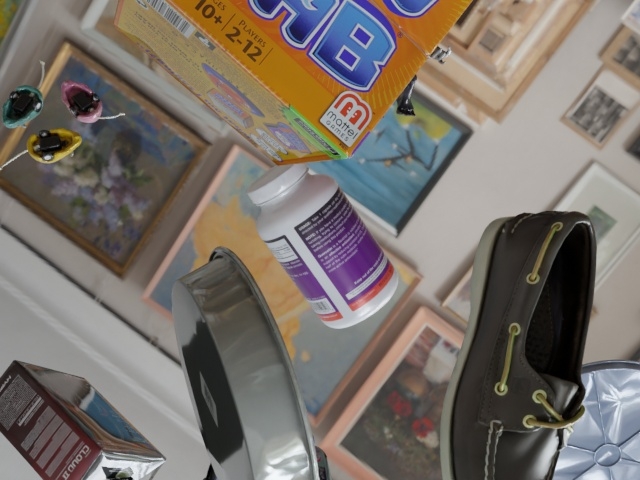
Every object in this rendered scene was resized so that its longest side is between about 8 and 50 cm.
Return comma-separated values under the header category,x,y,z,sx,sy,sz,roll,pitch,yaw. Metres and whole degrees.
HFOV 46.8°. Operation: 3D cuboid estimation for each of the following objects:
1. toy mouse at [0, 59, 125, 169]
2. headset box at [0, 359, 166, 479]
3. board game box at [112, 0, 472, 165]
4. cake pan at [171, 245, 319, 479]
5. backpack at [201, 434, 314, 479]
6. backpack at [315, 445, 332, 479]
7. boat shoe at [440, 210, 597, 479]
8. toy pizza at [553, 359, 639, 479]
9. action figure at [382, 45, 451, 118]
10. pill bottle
category,x,y,z,sx,sy,sz,roll,pitch,yaw
toy mouse,-0.329,-0.159,0.912,0.031,0.161,0.143,102,148,-64
headset box,-0.435,0.359,1.339,0.293,0.110,0.218,34,175,27
board game box,-0.042,-0.360,1.080,0.356,0.356,0.356,40,171,-17
cake pan,-0.085,0.153,0.732,0.054,0.293,0.293,-15,-140,-21
backpack,-0.083,0.301,1.029,0.117,0.173,0.158,31,-122,5
backpack,-0.081,0.465,1.228,0.225,0.191,0.254,-8,-139,3
boat shoe,0.135,0.088,0.483,0.081,0.228,0.068,19,163,-31
toy pizza,0.278,0.203,0.729,0.201,0.201,0.032,32,-163,-9
action figure,0.170,-0.378,1.447,0.164,0.276,0.141,0,-155,-20
pill bottle,0.000,0.000,1.432,0.323,0.181,0.181,55,-169,-16
